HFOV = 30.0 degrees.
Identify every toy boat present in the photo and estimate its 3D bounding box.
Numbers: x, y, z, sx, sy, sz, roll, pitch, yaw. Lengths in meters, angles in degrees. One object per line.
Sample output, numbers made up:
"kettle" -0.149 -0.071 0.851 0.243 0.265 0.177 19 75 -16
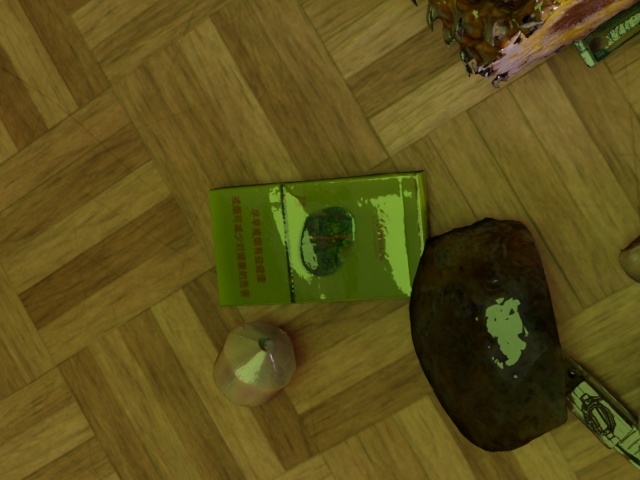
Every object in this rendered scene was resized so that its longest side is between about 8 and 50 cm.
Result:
"toy boat" 0.402 0.249 1.676 0.200 0.077 0.057 46 106 8

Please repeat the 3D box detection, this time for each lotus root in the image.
"lotus root" 0.236 0.136 1.668 0.210 0.142 0.314 -20 95 4

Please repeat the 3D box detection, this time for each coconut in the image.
"coconut" -0.096 0.182 1.796 0.116 0.116 0.122 47 145 8

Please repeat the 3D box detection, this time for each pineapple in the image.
"pineapple" 0.265 -0.395 1.517 0.352 0.352 0.300 -32 90 18

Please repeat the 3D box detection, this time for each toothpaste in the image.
"toothpaste" 0.442 -0.310 1.629 0.204 0.031 0.049 -32 85 21

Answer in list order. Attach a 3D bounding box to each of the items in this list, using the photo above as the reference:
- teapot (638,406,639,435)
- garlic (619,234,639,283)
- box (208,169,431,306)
"teapot" 0.515 0.237 1.585 0.159 0.159 0.232 -11 80 19
"garlic" 0.489 -0.003 1.621 0.174 0.099 0.124 -26 107 23
"box" 0.000 0.000 1.796 0.335 0.047 0.187 -4 94 19
